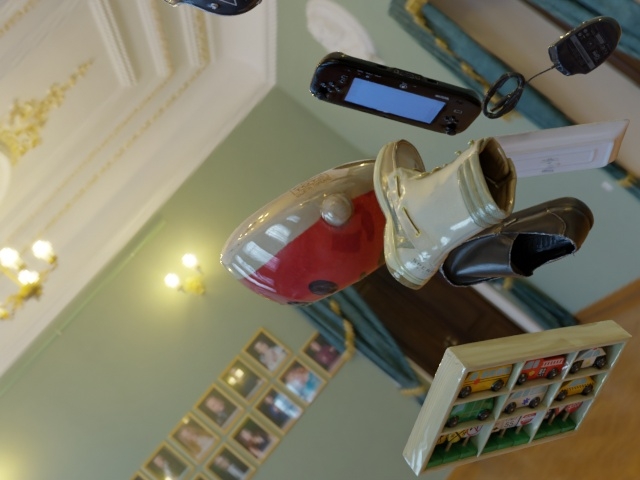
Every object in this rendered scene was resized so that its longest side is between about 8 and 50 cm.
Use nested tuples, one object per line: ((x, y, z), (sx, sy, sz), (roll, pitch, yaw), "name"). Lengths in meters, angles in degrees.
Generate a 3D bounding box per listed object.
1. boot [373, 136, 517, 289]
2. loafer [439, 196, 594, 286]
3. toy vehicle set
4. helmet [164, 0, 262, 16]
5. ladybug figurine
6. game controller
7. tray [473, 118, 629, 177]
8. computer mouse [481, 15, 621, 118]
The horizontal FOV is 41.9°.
((0.140, -0.068, 0.950), (0.165, 0.077, 0.213), (-42, 35, 37), "boot")
((0.241, 0.011, 1.077), (0.220, 0.080, 0.078), (-27, 22, 36), "loafer")
((0.235, 0.183, 0.991), (0.267, 0.035, 0.165), (-5, -54, -31), "toy vehicle set")
((-0.130, -0.351, 0.975), (0.169, 0.162, 0.169), (-20, -61, -41), "helmet")
((0.000, 0.000, 1.309), (0.305, 0.161, 0.449), (-29, -1, -7), "ladybug figurine")
((0.140, -0.274, 1.576), (0.166, 0.319, 0.067), (142, 142, -80), "game controller")
((0.409, -0.153, 1.503), (0.145, 0.271, 0.030), (69, -165, -66), "tray")
((0.359, -0.271, 1.317), (0.242, 0.071, 0.041), (-30, 15, 20), "computer mouse")
